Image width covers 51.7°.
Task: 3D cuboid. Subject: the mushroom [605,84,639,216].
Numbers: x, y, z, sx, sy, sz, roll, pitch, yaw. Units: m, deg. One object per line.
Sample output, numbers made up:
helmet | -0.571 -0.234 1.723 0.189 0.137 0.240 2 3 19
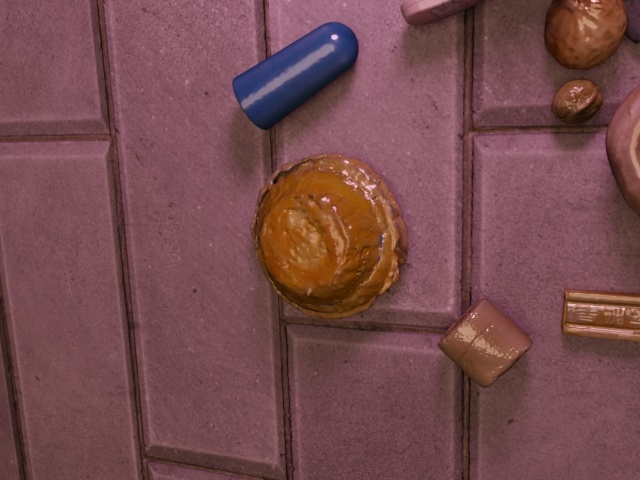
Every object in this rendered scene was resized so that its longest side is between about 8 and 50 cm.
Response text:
mushroom | 0.633 -0.152 1.094 0.298 0.290 0.297 5 104 19

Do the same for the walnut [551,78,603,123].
walnut | 0.482 -0.262 1.244 0.092 0.092 0.092 5 103 20

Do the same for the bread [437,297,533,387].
bread | 0.340 0.215 1.373 0.141 0.134 0.148 42 126 8

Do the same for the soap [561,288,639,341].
soap | 0.612 0.151 1.308 0.252 0.037 0.092 2 101 21

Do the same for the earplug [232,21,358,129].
earplug | -0.042 -0.361 1.401 0.273 0.132 0.132 -29 90 20

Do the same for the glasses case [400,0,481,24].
glasses case | 0.292 -0.492 1.248 0.297 0.113 0.075 -22 91 24

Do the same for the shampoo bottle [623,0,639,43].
shampoo bottle | 0.546 -0.474 1.182 0.087 0.049 0.233 -25 92 52

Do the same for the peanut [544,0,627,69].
peanut | 0.480 -0.389 1.201 0.140 0.109 0.159 41 142 39

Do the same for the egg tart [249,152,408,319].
egg tart | 0.000 0.000 1.447 0.388 0.169 0.387 5 101 25
